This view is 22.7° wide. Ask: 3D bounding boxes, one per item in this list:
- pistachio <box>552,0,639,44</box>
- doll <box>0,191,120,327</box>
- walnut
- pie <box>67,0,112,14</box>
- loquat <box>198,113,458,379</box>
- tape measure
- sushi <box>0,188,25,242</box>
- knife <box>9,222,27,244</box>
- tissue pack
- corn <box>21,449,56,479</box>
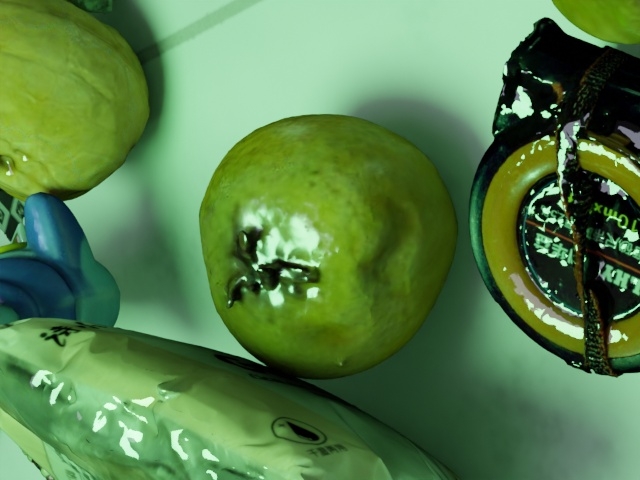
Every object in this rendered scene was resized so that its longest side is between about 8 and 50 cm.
[{"bbox_3d":[0.184,-0.210,1.061,0.189,0.100,0.110,59,156,20],"label":"pistachio"},{"bbox_3d":[-0.309,0.091,1.479,0.366,0.376,0.187,-18,115,45],"label":"doll"},{"bbox_3d":[-0.270,-0.137,1.472,0.195,0.222,0.195,-35,38,34],"label":"walnut"},{"bbox_3d":[-0.248,-0.355,1.452,0.302,0.067,0.302,42,144,41],"label":"pie"},{"bbox_3d":[-0.002,0.004,1.254,0.213,0.213,0.213,19,117,41],"label":"loquat"},{"bbox_3d":[0.204,-0.020,1.085,0.202,0.135,0.223,25,124,27],"label":"tape measure"},{"bbox_3d":[-0.376,-0.103,1.730,0.201,0.031,0.139,51,134,21],"label":"sushi"},{"bbox_3d":[-0.366,0.119,1.805,0.061,0.027,0.343,47,133,30],"label":"knife"},{"bbox_3d":[-0.051,0.199,1.273,0.390,0.375,0.195,22,82,35],"label":"tissue pack"},{"bbox_3d":[-0.253,0.225,1.683,0.280,0.092,0.092,48,133,19],"label":"corn"}]
